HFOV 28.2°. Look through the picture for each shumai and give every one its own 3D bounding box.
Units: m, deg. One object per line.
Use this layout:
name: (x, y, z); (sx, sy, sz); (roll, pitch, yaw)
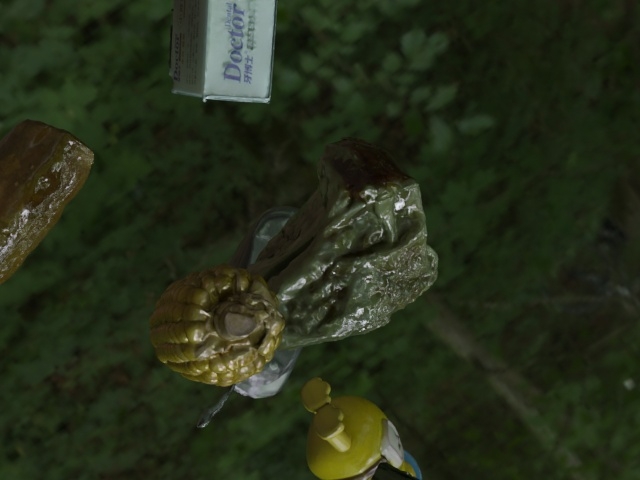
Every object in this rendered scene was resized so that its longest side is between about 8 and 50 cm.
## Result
shumai: (0.000, 0.000, 1.567); (0.261, 0.222, 0.225); (-26, -157, -8)

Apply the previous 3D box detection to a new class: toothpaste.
toothpaste: (-0.076, -0.270, 1.038); (0.071, 0.312, 0.089); (0, -172, -28)

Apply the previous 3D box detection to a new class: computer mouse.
computer mouse: (-0.093, 0.110, 1.770); (0.090, 0.167, 0.379); (-26, -153, 50)

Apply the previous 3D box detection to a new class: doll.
doll: (0.070, 0.346, 1.978); (0.145, 0.363, 0.199); (-30, -133, 7)

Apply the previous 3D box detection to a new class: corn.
corn: (-0.124, 0.096, 1.401); (0.130, 0.130, 0.347); (-37, -176, -16)

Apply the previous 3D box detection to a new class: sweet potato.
sweet potato: (-0.518, -0.028, 2.052); (0.369, 0.158, 0.158); (-56, -171, -3)

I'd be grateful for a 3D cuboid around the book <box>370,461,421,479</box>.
book: (0.239, 0.323, 1.156); (0.371, 0.260, 0.043); (22, -99, 52)
